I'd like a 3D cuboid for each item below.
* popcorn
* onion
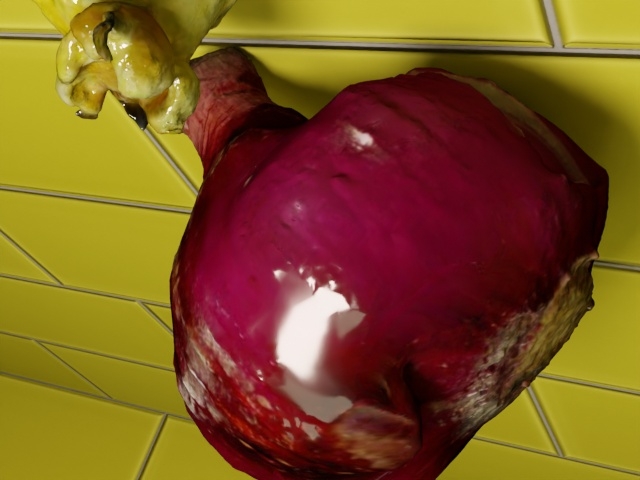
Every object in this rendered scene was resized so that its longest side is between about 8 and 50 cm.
[{"bbox_3d":[-0.145,-0.186,0.722,0.168,0.195,0.173,22,162,-20],"label":"popcorn"},{"bbox_3d":[0.000,0.000,0.851,0.420,0.398,0.398,39,160,16],"label":"onion"}]
